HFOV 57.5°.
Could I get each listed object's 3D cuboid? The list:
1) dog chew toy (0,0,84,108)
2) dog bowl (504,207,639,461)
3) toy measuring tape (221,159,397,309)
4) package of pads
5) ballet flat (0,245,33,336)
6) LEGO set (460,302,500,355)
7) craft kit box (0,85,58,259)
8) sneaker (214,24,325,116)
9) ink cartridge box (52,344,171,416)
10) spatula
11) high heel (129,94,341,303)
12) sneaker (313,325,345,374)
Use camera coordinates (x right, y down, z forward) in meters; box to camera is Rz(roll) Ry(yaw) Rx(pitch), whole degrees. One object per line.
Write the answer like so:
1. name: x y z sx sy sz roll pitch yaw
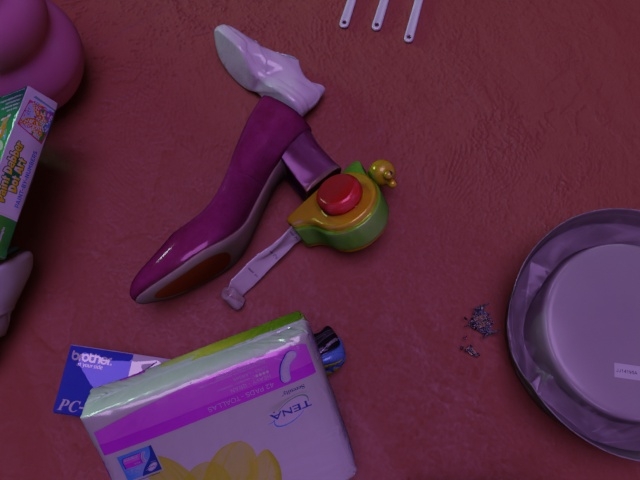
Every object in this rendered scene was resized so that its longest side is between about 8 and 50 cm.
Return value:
1. dog chew toy: -0.485 -0.321 0.850 0.206 0.332 0.207 0 73 0
2. dog bowl: 0.434 0.133 0.847 0.348 0.102 0.349 0 73 0
3. toy measuring tape: 0.000 0.000 0.873 0.330 0.121 0.121 -44 78 -8
4. package of pads: -0.119 0.253 0.758 0.296 0.101 0.229 -20 105 -7
5. ballet flat: -0.558 0.165 0.818 0.400 0.139 0.139 -35 77 -12
6. LEGO set: 0.239 0.134 0.888 0.054 0.023 0.083 39 90 13
7. craft kit box: -0.512 -0.084 0.853 0.249 0.061 0.247 -7 68 32
8. sneaker: -0.086 -0.297 0.993 0.212 0.080 0.094 43 65 4
9. ink cartridge box: -0.263 0.215 0.839 0.207 0.046 0.097 9 73 1
10. spatula: 0.133 -0.478 1.072 0.168 0.019 0.242 15 73 3
11. high heel: -0.160 -0.067 0.894 0.377 0.127 0.181 -37 76 -21
12. sneaker: -0.059 0.173 0.855 0.188 0.067 0.078 -14 53 -3
